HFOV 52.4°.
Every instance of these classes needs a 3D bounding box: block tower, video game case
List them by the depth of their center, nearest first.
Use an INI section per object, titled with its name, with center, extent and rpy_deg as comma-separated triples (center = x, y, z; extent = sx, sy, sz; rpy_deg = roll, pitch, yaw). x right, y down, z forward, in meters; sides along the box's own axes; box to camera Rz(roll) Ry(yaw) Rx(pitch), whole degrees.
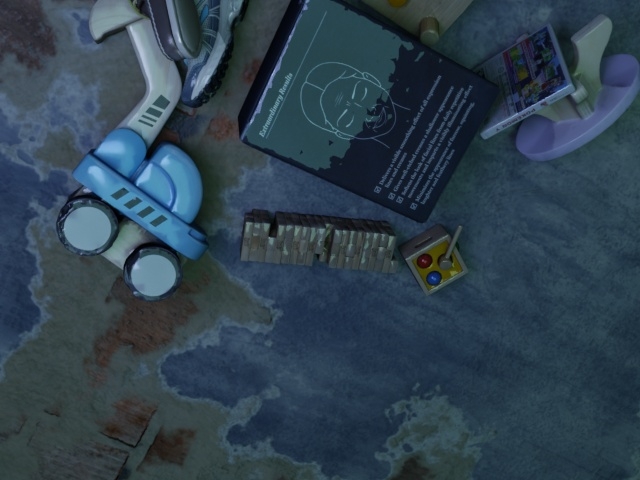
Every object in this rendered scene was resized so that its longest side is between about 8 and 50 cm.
[video game case]
center = 0.377, -0.306, 1.244
extent = 0.183, 0.201, 0.023
rpy_deg = -28, 131, 31
[block tower]
center = 0.000, 0.000, 1.397
extent = 0.336, 0.091, 0.097
rpy_deg = 6, 111, -11

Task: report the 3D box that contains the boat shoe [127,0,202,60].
[boat shoe]
center = -0.278, -0.433, 1.100
extent = 0.097, 0.116, 0.324
rpy_deg = -17, 72, 9

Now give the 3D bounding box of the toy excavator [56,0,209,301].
[toy excavator]
center = -0.338, -0.177, 1.240
extent = 0.433, 0.222, 0.445
rpy_deg = 39, 88, -19

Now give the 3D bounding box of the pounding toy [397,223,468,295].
[pounding toy]
center = 0.263, 0.033, 1.443
extent = 0.141, 0.100, 0.130
rpy_deg = -31, 113, 4

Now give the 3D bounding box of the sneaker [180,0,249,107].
[sneaker]
center = -0.217, -0.382, 1.193
extent = 0.122, 0.110, 0.282
rpy_deg = 18, 84, -4

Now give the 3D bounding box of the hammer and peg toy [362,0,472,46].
[hammer and peg toy]
center = 0.203, -0.536, 1.117
extent = 0.266, 0.127, 0.361
rpy_deg = 25, 136, -19

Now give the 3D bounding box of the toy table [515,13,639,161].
[toy table]
center = 0.479, -0.299, 1.281
extent = 0.274, 0.252, 0.161
rpy_deg = -46, 125, 10

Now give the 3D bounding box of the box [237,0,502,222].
[box]
center = 0.079, -0.260, 1.240
extent = 0.396, 0.212, 0.293
rpy_deg = 23, 107, -17
